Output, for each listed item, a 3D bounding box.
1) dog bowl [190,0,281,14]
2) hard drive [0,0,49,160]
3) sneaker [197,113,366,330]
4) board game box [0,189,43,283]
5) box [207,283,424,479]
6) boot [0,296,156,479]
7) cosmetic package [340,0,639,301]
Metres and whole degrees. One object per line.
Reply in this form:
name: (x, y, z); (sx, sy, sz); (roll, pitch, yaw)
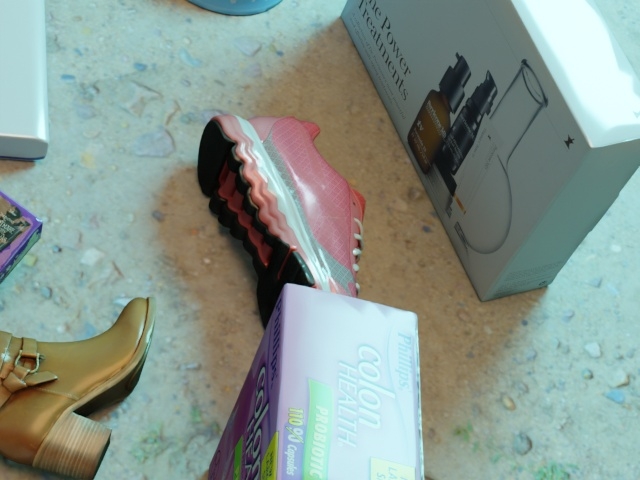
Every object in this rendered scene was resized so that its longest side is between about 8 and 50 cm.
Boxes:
dog bowl: (-0.079, -0.379, 1.821); (0.166, 0.074, 0.297); (23, 54, -5)
hard drive: (-0.378, -0.226, 1.633); (0.210, 0.040, 0.318); (4, 57, -18)
sneaker: (0.000, -0.001, 1.580); (0.136, 0.116, 0.314); (-12, 64, -28)
board game box: (-0.444, -0.036, 1.454); (0.347, 0.056, 0.208); (35, 61, 2)
box: (-0.013, 0.201, 1.339); (0.117, 0.243, 0.213); (15, 41, -11)
boot: (-0.236, 0.104, 1.455); (0.152, 0.073, 0.197); (22, 51, 0)
cosmetic package: (0.166, -0.172, 1.647); (0.097, 0.284, 0.377); (-12, 63, -26)
